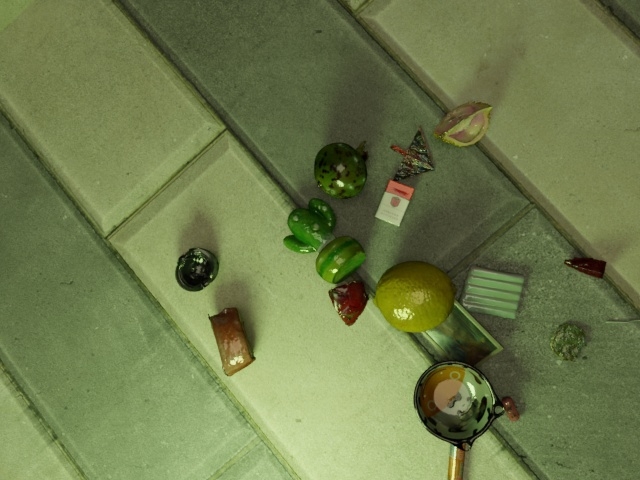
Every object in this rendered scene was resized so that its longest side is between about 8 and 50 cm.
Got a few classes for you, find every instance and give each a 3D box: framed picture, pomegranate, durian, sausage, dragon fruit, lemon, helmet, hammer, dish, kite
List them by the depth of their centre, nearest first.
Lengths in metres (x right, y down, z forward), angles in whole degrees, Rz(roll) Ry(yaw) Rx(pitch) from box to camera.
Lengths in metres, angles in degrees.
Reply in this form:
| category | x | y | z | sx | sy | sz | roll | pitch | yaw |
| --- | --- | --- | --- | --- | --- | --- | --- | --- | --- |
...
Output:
| category | x | y | z | sx | sy | sz | roll | pitch | yaw |
| --- | --- | --- | --- | --- | --- | --- | --- | --- | --- |
| lemon | 0.325 | 0.193 | 1.602 | 0.268 | 0.267 | 0.267 | 0 | 87 | 7 |
| dish | 0.465 | 0.555 | 1.623 | 0.303 | 0.120 | 0.302 | -1 | 82 | 7 |
| dragon fruit | 0.933 | 0.081 | 1.629 | 0.131 | 0.097 | 0.063 | 19 | 86 | 27 |
| hammer | 0.675 | 0.596 | 1.640 | 0.043 | 0.043 | 0.083 | -24 | 83 | 5 |
| sausage | 0.481 | 0.811 | 1.645 | 0.053 | 0.053 | 0.347 | 6 | 87 | 7 |
| framed picture | 0.496 | 0.345 | 1.659 | 0.250 | 0.016 | 0.184 | 47 | 112 | 7 |
| durian | 0.515 | -0.422 | 1.672 | 0.165 | 0.132 | 0.182 | 32 | 102 | 18 |
| pomegranate | 0.090 | -0.267 | 1.684 | 0.263 | 0.211 | 0.211 | -39 | 83 | -17 |
| dragon fruit | 0.112 | 0.230 | 1.689 | 0.121 | 0.127 | 0.160 | -21 | 84 | 13 |
| kite | 0.349 | -0.316 | 1.745 | 0.189 | 0.009 | 0.232 | 29 | 89 | 8 |
| helmet | -0.459 | 0.105 | 1.772 | 0.177 | 0.107 | 0.153 | -40 | 86 | 22 |

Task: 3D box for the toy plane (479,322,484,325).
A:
| category | x | y | z | sx | sy | sz | roll | pitch | yaw |
| --- | --- | --- | --- | --- | --- | --- | --- | --- | --- |
| toy plane | 0.537 | 0.319 | 1.672 | 0.102 | 0.040 | 0.111 | -41 | 85 | 14 |

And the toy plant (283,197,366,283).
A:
| category | x | y | z | sx | sy | sz | roll | pitch | yaw |
| --- | --- | --- | --- | --- | --- | --- | --- | --- | --- |
| toy plant | 0.000 | 0.000 | 1.708 | 0.224 | 0.184 | 0.316 | -41 | 67 | -2 |

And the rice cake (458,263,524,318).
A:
| category | x | y | z | sx | sy | sz | roll | pitch | yaw |
| --- | --- | --- | --- | --- | --- | --- | --- | --- | --- |
| rice cake | 0.616 | 0.187 | 1.671 | 0.198 | 0.037 | 0.189 | 17 | 89 | 8 |

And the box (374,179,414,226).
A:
| category | x | y | z | sx | sy | sz | roll | pitch | yaw |
| --- | --- | --- | --- | --- | --- | --- | --- | --- | --- |
| box | 0.276 | -0.139 | 1.727 | 0.100 | 0.048 | 0.152 | 22 | 88 | 5 |

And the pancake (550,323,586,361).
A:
| category | x | y | z | sx | sy | sz | roll | pitch | yaw |
| --- | --- | --- | --- | --- | --- | --- | --- | --- | --- |
| pancake | 0.876 | 0.358 | 1.639 | 0.116 | 0.022 | 0.129 | 33 | 91 | 10 |

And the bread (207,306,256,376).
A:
| category | x | y | z | sx | sy | sz | roll | pitch | yaw |
| --- | --- | --- | --- | --- | --- | --- | --- | --- | --- |
| bread | -0.326 | 0.366 | 1.705 | 0.123 | 0.190 | 0.244 | -20 | 81 | -8 |

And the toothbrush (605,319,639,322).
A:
| category | x | y | z | sx | sy | sz | roll | pitch | yaw |
| --- | --- | --- | --- | --- | --- | --- | --- | --- | --- |
| toothbrush | 1.070 | 0.285 | 1.626 | 0.132 | 0.011 | 0.013 | -2 | 66 | 7 |
